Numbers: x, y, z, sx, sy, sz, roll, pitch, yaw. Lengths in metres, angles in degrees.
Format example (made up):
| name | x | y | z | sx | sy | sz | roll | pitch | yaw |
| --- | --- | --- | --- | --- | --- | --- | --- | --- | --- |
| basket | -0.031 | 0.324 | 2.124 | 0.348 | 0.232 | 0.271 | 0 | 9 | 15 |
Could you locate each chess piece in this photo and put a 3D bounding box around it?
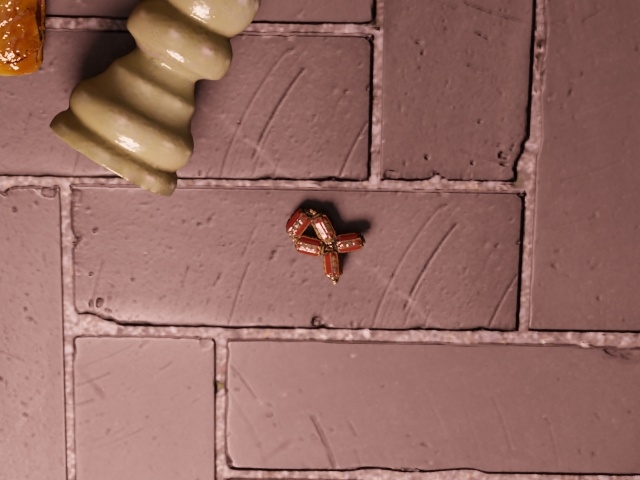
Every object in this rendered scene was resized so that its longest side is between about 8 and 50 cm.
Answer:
| name | x | y | z | sx | sy | sz | roll | pitch | yaw |
| --- | --- | --- | --- | --- | --- | --- | --- | --- | --- |
| chess piece | -0.151 | -0.188 | 1.804 | 0.144 | 0.144 | 0.251 | 31 | 97 | -8 |

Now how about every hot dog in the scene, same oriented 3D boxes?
| name | x | y | z | sx | sy | sz | roll | pitch | yaw |
| --- | --- | --- | --- | --- | --- | --- | --- | --- | --- |
| hot dog | -0.324 | -0.307 | 1.802 | 0.088 | 0.061 | 0.286 | -2 | 104 | 10 |

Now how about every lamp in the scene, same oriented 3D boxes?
| name | x | y | z | sx | sy | sz | roll | pitch | yaw |
| --- | --- | --- | --- | --- | --- | --- | --- | --- | --- |
| lamp | 0.000 | 0.000 | 1.900 | 0.083 | 0.031 | 0.063 | 34 | 101 | -5 |
